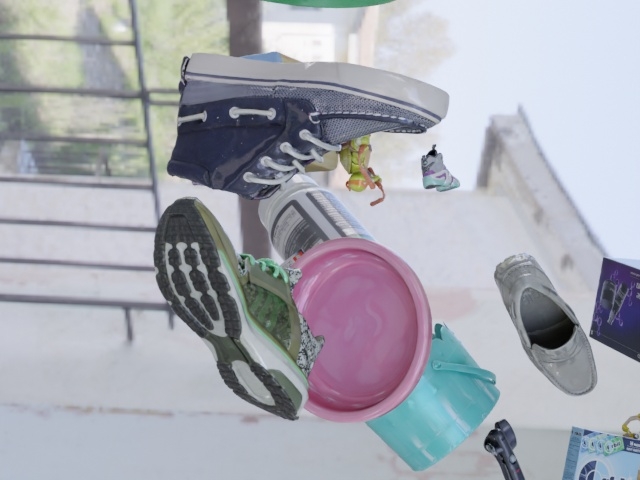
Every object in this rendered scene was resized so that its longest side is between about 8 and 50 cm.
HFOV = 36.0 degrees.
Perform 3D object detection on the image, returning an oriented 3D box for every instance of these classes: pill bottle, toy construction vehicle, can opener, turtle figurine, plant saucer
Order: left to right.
[{"bbox_3d":[0.000,0.000,2.360,0.361,0.204,0.204,51,-31,46],"label":"pill bottle"},{"bbox_3d":[0.061,0.162,1.783,0.084,0.332,0.332,12,78,-56],"label":"plant saucer"},{"bbox_3d":[0.072,-0.176,1.838,0.269,0.087,0.217,53,37,-72],"label":"turtle figurine"},{"bbox_3d":[0.383,0.453,1.977,0.186,0.073,0.059,68,-15,-9],"label":"can opener"},{"bbox_3d":[0.658,0.383,2.026,0.086,0.098,0.035,84,-19,-54],"label":"toy construction vehicle"}]

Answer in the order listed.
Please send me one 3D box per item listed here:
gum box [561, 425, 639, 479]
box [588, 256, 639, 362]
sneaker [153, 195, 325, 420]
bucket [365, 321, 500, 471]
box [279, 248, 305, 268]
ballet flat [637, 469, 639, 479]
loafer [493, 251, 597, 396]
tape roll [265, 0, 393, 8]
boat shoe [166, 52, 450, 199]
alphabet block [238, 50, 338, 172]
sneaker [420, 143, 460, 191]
[{"bbox_3d":[0.549,0.471,1.941,0.041,0.157,0.184,0,-103,66],"label":"gum box"},{"bbox_3d":[0.670,0.148,2.016,0.261,0.103,0.184,-147,-118,-73],"label":"box"},{"bbox_3d":[-0.110,0.079,1.498,0.182,0.158,0.410,-53,133,-37],"label":"sneaker"},{"bbox_3d":[0.214,0.315,1.979,0.183,0.281,0.281,48,-1,2],"label":"bucket"},{"bbox_3d":[-0.028,0.122,2.024,0.207,0.114,0.036,52,1,38],"label":"box"},{"bbox_3d":[0.672,0.512,2.050,0.080,0.232,0.073,125,-28,-58],"label":"ballet flat"},{"bbox_3d":[0.393,0.163,1.687,0.319,0.112,0.111,52,13,-27],"label":"loafer"},{"bbox_3d":[-0.030,-0.412,1.403,0.321,0.321,0.077,-85,-179,-61],"label":"tape roll"},{"bbox_3d":[-0.023,-0.115,1.115,0.127,0.340,0.158,17,84,-57],"label":"boat shoe"},{"bbox_3d":[-0.093,-0.236,1.876,0.197,0.193,0.192,10,84,-51],"label":"alphabet block"},{"bbox_3d":[0.178,-0.110,1.473,0.098,0.038,0.069,5,72,-63],"label":"sneaker"}]
